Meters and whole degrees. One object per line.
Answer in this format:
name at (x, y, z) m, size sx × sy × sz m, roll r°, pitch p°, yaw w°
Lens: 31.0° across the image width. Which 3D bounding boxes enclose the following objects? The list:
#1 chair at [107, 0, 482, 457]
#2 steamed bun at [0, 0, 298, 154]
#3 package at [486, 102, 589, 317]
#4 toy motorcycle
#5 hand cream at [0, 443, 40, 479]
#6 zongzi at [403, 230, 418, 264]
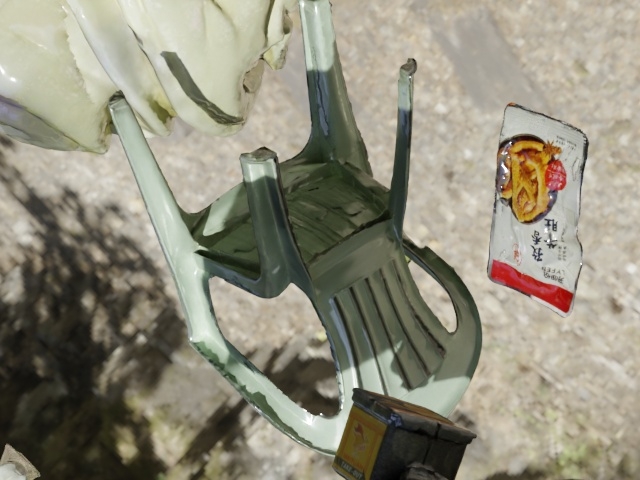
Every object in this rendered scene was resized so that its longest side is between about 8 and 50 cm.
chair at (0.000, 0.000, 0.841) m, size 0.190 × 0.203 × 0.274 m, roll 34°, pitch 148°, yaw 43°
steamed bun at (-0.205, -0.189, 0.970) m, size 0.394 × 0.237 × 0.346 m, roll 8°, pitch 147°, yaw 45°
package at (0.265, -0.036, 1.401) m, size 0.154 × 0.030 × 0.239 m, roll 32°, pitch 129°, yaw 52°
toy motorcycle at (0.077, 0.176, 0.597) m, size 0.091 × 0.157 × 0.263 m, roll 18°, pitch 178°, yaw -26°
hand cream at (-0.378, 0.287, 1.443) m, size 0.061 × 0.039 × 0.143 m, roll 42°, pitch 175°, yaw -6°
zongzi at (0.084, 0.028, 1.566) m, size 0.104 × 0.052 × 0.113 m, roll -115°, pitch 38°, yaw -58°
